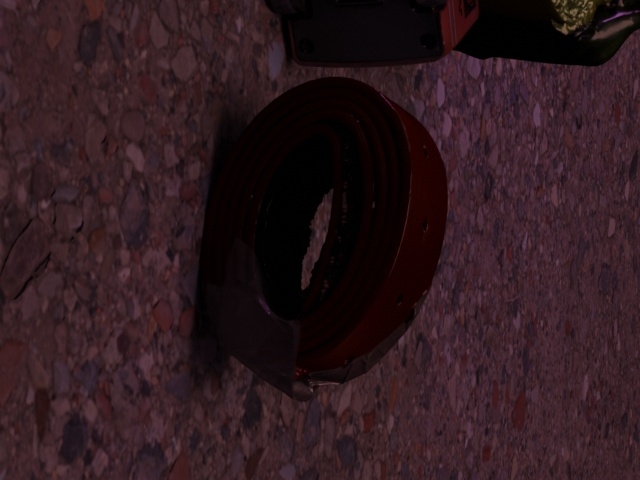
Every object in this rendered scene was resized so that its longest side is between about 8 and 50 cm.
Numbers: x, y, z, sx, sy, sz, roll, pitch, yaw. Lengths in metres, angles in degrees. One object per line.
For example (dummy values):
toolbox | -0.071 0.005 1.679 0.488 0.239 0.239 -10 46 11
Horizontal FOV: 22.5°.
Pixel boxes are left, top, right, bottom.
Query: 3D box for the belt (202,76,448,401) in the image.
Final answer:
belt | 0.000 0.000 1.639 0.115 0.227 0.324 26 80 -60

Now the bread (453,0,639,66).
bread | 0.234 -0.353 1.969 0.251 0.376 0.208 -59 137 -20

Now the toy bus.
toy bus | 0.057 -0.417 1.773 0.233 0.203 0.427 -43 130 -60
